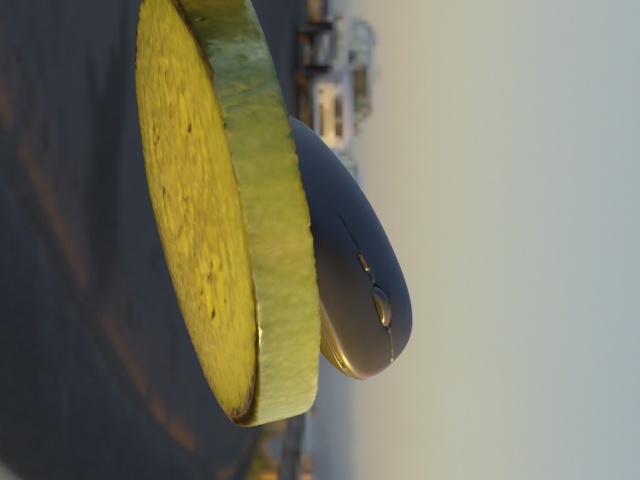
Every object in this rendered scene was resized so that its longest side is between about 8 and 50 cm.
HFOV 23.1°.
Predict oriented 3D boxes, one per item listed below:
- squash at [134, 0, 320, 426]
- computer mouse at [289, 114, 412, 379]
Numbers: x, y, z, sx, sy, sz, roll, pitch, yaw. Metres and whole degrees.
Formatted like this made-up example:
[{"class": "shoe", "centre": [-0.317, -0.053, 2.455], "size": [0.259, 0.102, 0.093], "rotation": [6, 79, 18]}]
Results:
[{"class": "squash", "centre": [-0.052, -0.021, 0.872], "size": [0.252, 0.048, 0.252], "rotation": [169, -90, -74]}, {"class": "computer mouse", "centre": [0.001, -0.001, 1.246], "size": [0.120, 0.057, 0.232], "rotation": [-33, 94, -50]}]
